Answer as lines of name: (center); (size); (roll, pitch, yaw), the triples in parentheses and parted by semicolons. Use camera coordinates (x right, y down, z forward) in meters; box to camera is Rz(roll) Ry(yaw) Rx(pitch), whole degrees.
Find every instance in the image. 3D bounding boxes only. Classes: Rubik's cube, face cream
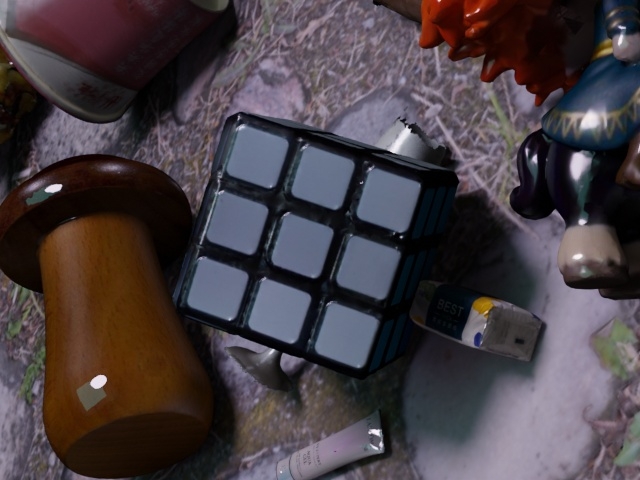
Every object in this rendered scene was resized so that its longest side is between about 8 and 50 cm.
Rubik's cube: (0.000, 0.000, 1.162); (0.163, 0.162, 0.161); (19, 97, 11)
face cream: (0.010, 0.174, 1.239); (0.115, 0.020, 0.038); (-28, 52, 33)

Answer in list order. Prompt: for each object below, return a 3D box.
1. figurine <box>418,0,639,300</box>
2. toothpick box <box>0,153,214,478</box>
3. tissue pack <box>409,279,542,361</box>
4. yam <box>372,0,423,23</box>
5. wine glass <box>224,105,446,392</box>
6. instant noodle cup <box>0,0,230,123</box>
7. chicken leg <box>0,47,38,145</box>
figurine: (0.226, -0.156, 1.022); (0.306, 0.241, 0.412); (-48, 53, 34)
toothpick box: (-0.195, 0.060, 1.400); (0.192, 0.192, 0.294); (-38, 54, 30)
tissue pack: (0.117, 0.059, 1.142); (0.083, 0.062, 0.042); (20, 95, 51)
yam: (0.094, -0.225, 1.292); (0.127, 0.084, 0.084); (37, 100, 52)
wine glass: (0.018, 0.008, 1.274); (0.262, 0.074, 0.074); (-56, 41, 11)
instant noodle cup: (-0.216, -0.263, 1.553); (0.178, 0.235, 0.235); (-32, 50, 21)
chicken leg: (-0.381, -0.251, 1.794); (0.211, 0.140, 0.361); (21, 78, 30)
